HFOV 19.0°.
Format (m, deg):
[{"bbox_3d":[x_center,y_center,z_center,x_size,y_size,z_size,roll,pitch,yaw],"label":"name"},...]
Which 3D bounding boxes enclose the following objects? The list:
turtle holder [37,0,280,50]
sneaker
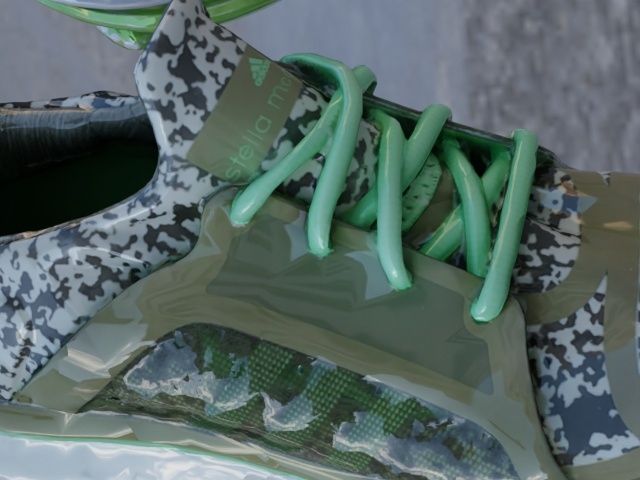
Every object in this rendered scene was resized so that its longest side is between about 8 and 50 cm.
[{"bbox_3d":[-0.113,-0.231,0.855,0.227,0.320,0.243,21,-89,-66],"label":"turtle holder"},{"bbox_3d":[0.000,0.000,0.654,0.158,0.410,0.182,-79,-23,-44],"label":"sneaker"}]
